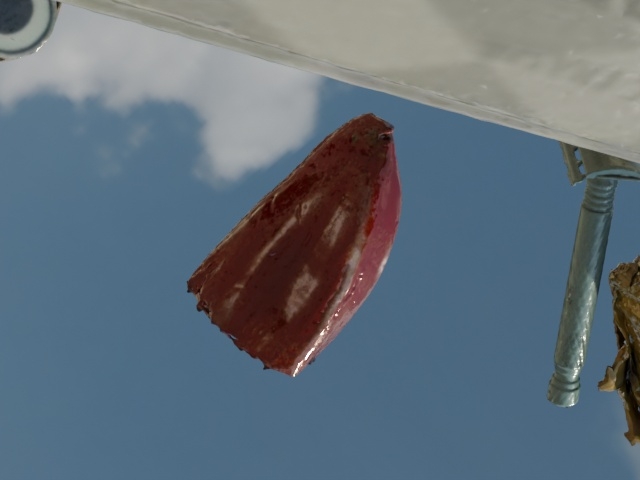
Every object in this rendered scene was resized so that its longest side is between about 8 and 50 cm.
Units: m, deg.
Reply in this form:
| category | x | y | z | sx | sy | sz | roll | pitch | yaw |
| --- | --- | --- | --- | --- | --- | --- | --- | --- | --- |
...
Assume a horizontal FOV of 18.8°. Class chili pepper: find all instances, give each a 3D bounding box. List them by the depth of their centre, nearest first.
| category | x | y | z | sx | sy | sz | roll | pitch | yaw |
| --- | --- | --- | --- | --- | --- | --- | --- | --- | --- |
| chili pepper | 0.000 | 0.000 | 1.811 | 0.253 | 0.136 | 0.144 | -51 | -146 | 18 |

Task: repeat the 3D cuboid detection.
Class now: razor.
| category | x | y | z | sx | sy | sz | roll | pitch | yaw |
| --- | --- | --- | --- | --- | --- | --- | --- | --- | --- |
| razor | 0.197 | 0.024 | 1.455 | 0.068 | 0.232 | 0.106 | 5 | -152 | -3 |

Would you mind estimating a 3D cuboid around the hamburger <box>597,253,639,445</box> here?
| category | x | y | z | sx | sy | sz | roll | pitch | yaw |
| --- | --- | --- | --- | --- | --- | --- | --- | --- | --- |
| hamburger | 0.357 | 0.111 | 1.525 | 0.158 | 0.319 | 0.318 | -40 | -144 | -22 |

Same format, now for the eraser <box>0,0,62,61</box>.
| category | x | y | z | sx | sy | sz | roll | pitch | yaw |
| --- | --- | --- | --- | --- | --- | --- | --- | --- | --- |
| eraser | -0.316 | -0.278 | 1.793 | 0.290 | 0.087 | 0.171 | 41 | -72 | 54 |

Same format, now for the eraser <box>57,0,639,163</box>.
| category | x | y | z | sx | sy | sz | roll | pitch | yaw |
| --- | --- | --- | --- | --- | --- | --- | --- | --- | --- |
| eraser | 0.066 | -0.129 | 0.555 | 0.213 | 0.396 | 0.082 | -51 | -148 | 46 |
